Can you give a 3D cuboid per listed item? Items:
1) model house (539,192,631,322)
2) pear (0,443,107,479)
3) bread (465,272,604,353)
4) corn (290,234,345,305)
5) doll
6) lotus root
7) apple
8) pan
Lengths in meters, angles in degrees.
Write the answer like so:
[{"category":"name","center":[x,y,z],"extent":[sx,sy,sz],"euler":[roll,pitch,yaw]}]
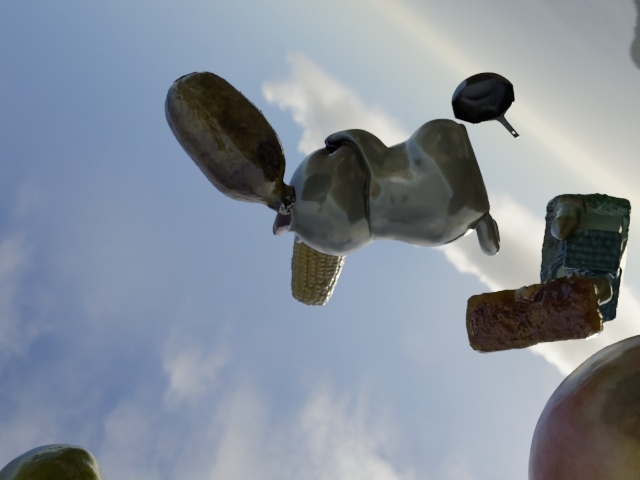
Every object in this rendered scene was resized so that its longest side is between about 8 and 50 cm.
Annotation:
[{"category":"model house","center":[0.583,0.063,1.739],"extent":[0.194,0.267,0.325],"euler":[7,-156,20]},{"category":"pear","center":[-0.496,0.520,1.379],"extent":[0.253,0.253,0.307],"euler":[29,-139,-31]},{"category":"bread","center":[0.428,0.149,1.574],"extent":[0.077,0.271,0.139],"euler":[22,-119,-57]},{"category":"corn","center":[0.000,0.000,1.725],"extent":[0.130,0.347,0.130],"euler":[9,-147,-6]},{"category":"doll","center":[0.118,-0.086,1.314],"extent":[0.370,0.226,0.215],"euler":[0,-179,10]},{"category":"lotus root","center":[-0.127,-0.143,1.156],"extent":[0.260,0.128,0.145],"euler":[52,-168,3]},{"category":"apple","center":[0.432,0.281,0.910],"extent":[0.364,0.364,0.364],"euler":[36,-164,-12]},{"category":"pan","center":[0.342,-0.281,1.627],"extent":[0.202,0.128,0.048],"euler":[62,-161,-54]}]
